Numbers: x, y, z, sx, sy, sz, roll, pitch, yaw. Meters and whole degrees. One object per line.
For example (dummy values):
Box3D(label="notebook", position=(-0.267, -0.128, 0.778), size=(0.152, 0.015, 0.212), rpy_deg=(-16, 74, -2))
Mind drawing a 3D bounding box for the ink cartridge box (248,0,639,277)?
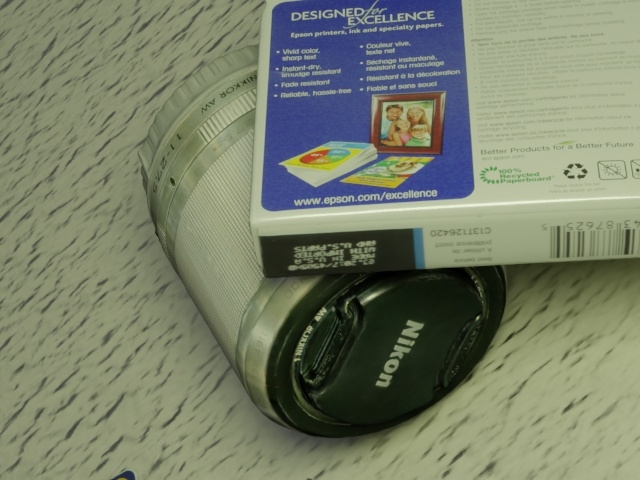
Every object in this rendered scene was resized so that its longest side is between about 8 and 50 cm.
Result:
Box3D(label="ink cartridge box", position=(0.107, -0.107, 1.304), size=(0.303, 0.072, 0.307), rpy_deg=(-4, 43, 6))

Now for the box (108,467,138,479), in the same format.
Box3D(label="box", position=(-0.225, 0.299, 1.528), size=(0.225, 0.036, 0.136), rpy_deg=(-31, 51, 20))

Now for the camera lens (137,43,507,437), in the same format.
Box3D(label="camera lens", position=(0.000, 0.000, 1.412), size=(0.219, 0.219, 0.274), rpy_deg=(-42, 47, 9))

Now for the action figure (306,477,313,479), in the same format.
Box3D(label="action figure", position=(-0.101, 0.331, 1.293), size=(0.370, 0.248, 0.276), rpy_deg=(-36, 71, -14))
